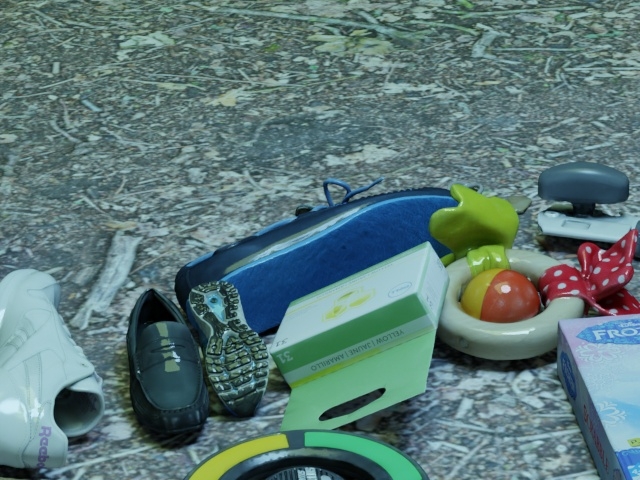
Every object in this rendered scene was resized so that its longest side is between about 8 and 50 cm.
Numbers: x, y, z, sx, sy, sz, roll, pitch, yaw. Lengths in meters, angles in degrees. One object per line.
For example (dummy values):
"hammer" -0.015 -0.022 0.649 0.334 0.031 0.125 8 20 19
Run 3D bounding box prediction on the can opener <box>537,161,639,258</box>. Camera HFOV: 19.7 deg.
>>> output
"can opener" 0.382 -0.029 2.087 0.283 0.095 0.076 6 27 19

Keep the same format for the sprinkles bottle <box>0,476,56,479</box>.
"sprinkles bottle" -0.190 0.255 1.488 0.355 0.121 0.121 4 25 14

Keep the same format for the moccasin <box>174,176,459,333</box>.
"moccasin" 0.000 0.000 2.008 0.342 0.138 0.117 -14 28 -23

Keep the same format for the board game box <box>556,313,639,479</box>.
"board game box" 0.403 0.158 1.708 0.318 0.066 0.318 -4 24 -4

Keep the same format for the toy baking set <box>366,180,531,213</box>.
"toy baking set" 0.134 -0.028 2.187 0.256 0.030 0.197 -4 24 -4

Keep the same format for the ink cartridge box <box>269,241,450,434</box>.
"ink cartridge box" 0.032 0.101 1.810 0.171 0.056 0.235 -24 17 20

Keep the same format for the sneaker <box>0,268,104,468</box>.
"sneaker" -0.280 0.135 1.813 0.152 0.114 0.305 12 29 -2

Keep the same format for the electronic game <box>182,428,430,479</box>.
"electronic game" -0.015 0.229 1.616 0.229 0.048 0.229 -2 24 1

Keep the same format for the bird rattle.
"bird rattle" 0.211 0.062 1.932 0.253 0.143 0.207 26 47 25

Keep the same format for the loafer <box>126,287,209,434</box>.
"loafer" -0.157 0.119 1.834 0.076 0.078 0.223 -8 25 -10

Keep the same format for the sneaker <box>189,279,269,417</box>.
"sneaker" -0.087 0.116 1.853 0.063 0.073 0.162 -12 46 -7
